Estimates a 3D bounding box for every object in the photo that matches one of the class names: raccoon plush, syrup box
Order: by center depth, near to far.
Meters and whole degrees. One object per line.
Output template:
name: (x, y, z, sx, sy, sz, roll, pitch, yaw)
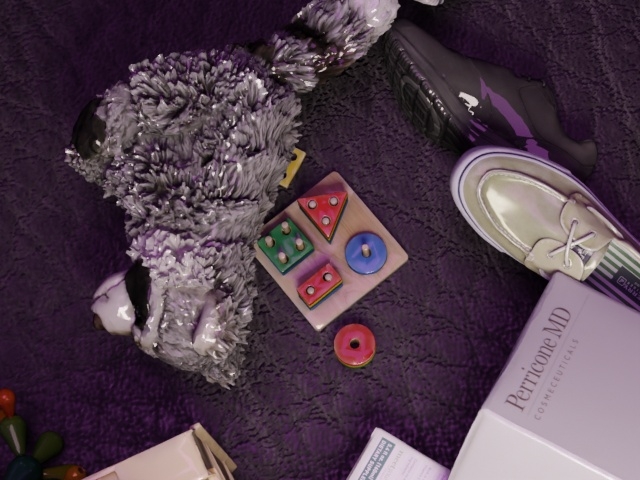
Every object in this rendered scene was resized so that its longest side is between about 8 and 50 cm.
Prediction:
syrup box: (0.138, 0.293, 1.404, 0.237, 0.096, 0.093, 29, 79, 12)
raccoon plush: (-0.057, -0.061, 1.415, 0.446, 0.216, 0.299, -36, 70, 8)

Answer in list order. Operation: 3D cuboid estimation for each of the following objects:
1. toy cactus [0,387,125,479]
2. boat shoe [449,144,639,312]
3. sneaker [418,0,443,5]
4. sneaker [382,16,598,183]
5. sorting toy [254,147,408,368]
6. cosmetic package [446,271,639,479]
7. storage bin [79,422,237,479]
toy cactus: (-0.316, 0.249, 1.422, 0.219, 0.112, 0.180, 17, 36, 18)
boat shoe: (0.269, 0.003, 1.419, 0.302, 0.094, 0.109, 32, 98, -11)
sneaker: (0.086, -0.331, 1.531, 0.153, 0.235, 0.094, 21, 117, 21)
sneaker: (0.185, -0.147, 1.529, 0.130, 0.109, 0.286, -42, 85, -14)
sorting toy: (0.000, 0.000, 1.521, 0.132, 0.046, 0.274, -38, 75, -7)
cosmetic package: (0.370, 0.243, 1.321, 0.453, 0.161, 0.230, 26, 44, 10)
storage bin: (-0.194, 0.304, 1.343, 0.262, 0.260, 0.123, -24, 70, -3)
